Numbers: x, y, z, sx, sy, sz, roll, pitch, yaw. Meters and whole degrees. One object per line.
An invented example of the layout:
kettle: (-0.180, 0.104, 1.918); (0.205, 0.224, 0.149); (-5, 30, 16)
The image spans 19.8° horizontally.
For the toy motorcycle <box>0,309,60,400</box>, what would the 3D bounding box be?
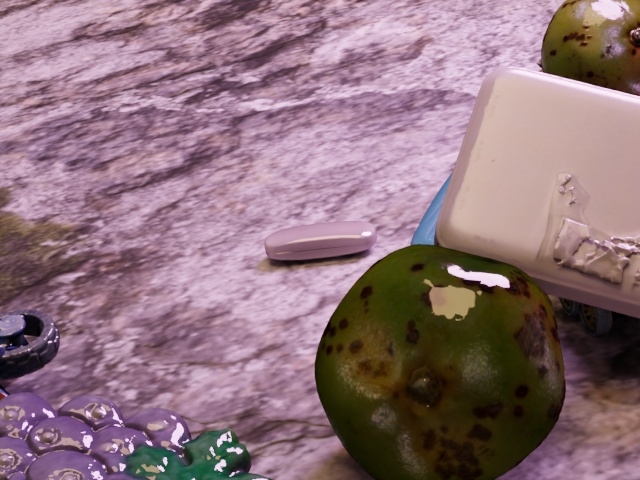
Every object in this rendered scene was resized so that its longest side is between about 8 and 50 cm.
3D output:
toy motorcycle: (-0.275, 0.081, 1.210); (0.205, 0.076, 0.114); (1, 33, 18)

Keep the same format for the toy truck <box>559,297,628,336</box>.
toy truck: (0.185, -0.022, 1.208); (0.085, 0.116, 0.191); (-12, 23, -10)

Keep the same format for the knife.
knife: (0.117, -0.033, 1.370); (0.064, 0.031, 0.222); (4, 26, 21)

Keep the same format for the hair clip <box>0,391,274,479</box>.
hair clip: (-0.121, 0.141, 1.050); (0.195, 0.052, 0.124); (7, 36, 16)

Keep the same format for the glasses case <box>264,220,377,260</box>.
glasses case: (0.000, 0.000, 1.351); (0.083, 0.021, 0.032); (-7, 25, 7)

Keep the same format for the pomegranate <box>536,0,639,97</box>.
pomegranate: (0.227, -0.145, 1.515); (0.114, 0.114, 0.142); (-20, -2, -25)

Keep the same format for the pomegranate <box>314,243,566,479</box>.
pomegranate: (0.067, 0.059, 1.054); (0.143, 0.122, 0.169); (-30, 17, 24)

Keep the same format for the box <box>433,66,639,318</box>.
box: (0.219, -0.014, 1.100); (0.285, 0.044, 0.142); (15, 65, 10)
